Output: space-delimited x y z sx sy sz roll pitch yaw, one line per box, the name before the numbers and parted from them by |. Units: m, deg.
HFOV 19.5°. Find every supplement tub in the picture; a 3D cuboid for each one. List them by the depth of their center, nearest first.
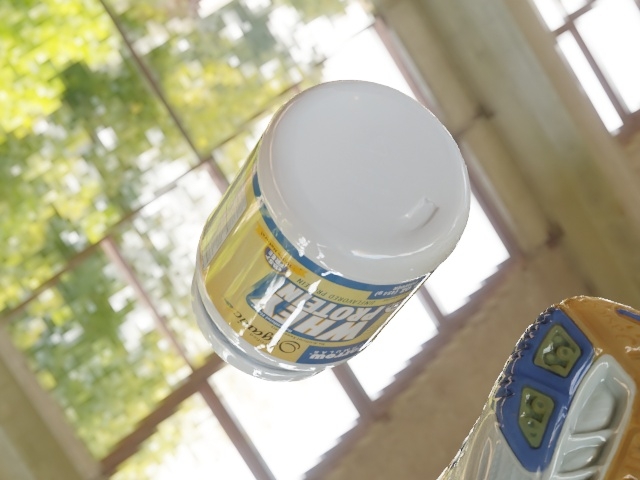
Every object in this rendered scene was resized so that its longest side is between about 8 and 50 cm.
supplement tub | 0.000 0.000 1.248 0.144 0.144 0.200 -39 172 -35

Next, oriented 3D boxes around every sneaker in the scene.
sneaker | 0.064 0.159 0.727 0.296 0.112 0.131 -48 166 -37
